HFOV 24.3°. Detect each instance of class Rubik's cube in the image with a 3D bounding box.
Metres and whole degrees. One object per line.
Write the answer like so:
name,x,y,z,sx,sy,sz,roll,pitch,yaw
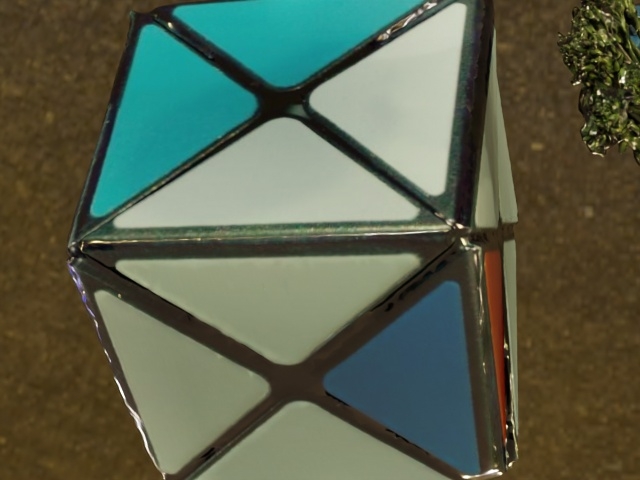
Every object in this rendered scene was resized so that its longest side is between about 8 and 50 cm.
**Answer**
Rubik's cube,0.000,0.000,0.979,0.246,0.248,0.250,-3,134,11

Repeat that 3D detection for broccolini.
broccolini,0.207,-0.018,0.849,0.062,0.123,0.271,-18,102,44

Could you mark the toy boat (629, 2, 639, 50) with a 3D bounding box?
toy boat,0.255,-0.160,1.229,0.060,0.061,0.137,40,167,-21
